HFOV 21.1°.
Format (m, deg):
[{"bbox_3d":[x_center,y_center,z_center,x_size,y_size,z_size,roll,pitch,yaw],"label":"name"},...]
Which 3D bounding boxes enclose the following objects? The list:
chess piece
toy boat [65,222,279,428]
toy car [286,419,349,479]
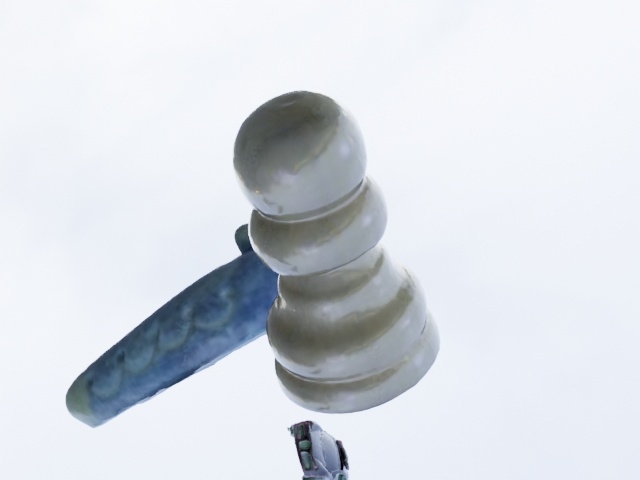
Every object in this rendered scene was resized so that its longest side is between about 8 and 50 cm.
[{"bbox_3d":[0.000,0.000,1.604,0.167,0.299,0.167,-13,-148,8],"label":"chess piece"},{"bbox_3d":[-0.146,0.088,1.951,0.330,0.123,0.215,-31,176,22],"label":"toy boat"},{"bbox_3d":[0.003,0.236,1.824,0.055,0.142,0.069,-16,-116,7],"label":"toy car"}]
